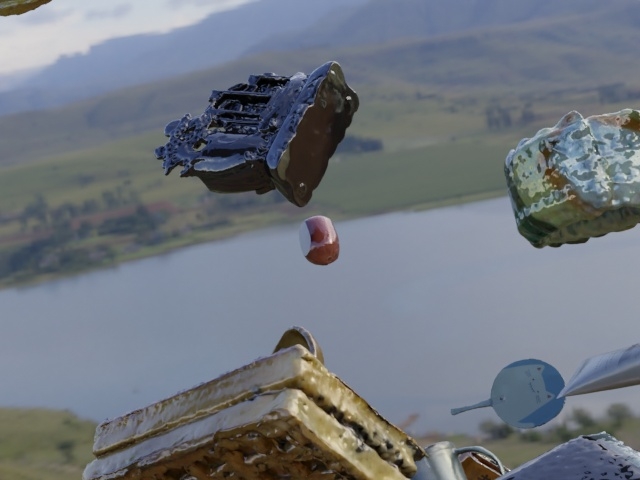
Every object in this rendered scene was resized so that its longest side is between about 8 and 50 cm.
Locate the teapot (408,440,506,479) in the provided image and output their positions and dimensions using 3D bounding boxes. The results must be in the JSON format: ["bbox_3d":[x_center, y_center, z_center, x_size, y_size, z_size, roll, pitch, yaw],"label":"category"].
[{"bbox_3d":[0.192,0.423,1.974,0.239,0.149,0.162,-36,-29,7],"label":"teapot"}]

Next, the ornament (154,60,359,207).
[{"bbox_3d":[-0.105,-0.171,1.855,0.260,0.106,0.251,12,59,32],"label":"ornament"}]

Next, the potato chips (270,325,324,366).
[{"bbox_3d":[-0.041,0.267,2.353,0.062,0.208,0.195,5,7,-28],"label":"potato chips"}]

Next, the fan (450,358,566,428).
[{"bbox_3d":[0.278,0.234,1.826,0.175,0.113,0.005,-16,-36,8],"label":"fan"}]

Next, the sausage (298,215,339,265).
[{"bbox_3d":[0.000,0.000,1.901,0.054,0.059,0.094,11,35,-21],"label":"sausage"}]

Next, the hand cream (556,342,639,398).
[{"bbox_3d":[0.398,0.168,1.625,0.186,0.054,0.087,-23,17,50],"label":"hand cream"}]

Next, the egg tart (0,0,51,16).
[{"bbox_3d":[-0.422,-0.444,1.622,0.294,0.294,0.123,-9,-9,16],"label":"egg tart"}]

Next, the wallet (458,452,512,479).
[{"bbox_3d":[0.280,0.466,2.182,0.195,0.161,0.042,33,11,-27],"label":"wallet"}]

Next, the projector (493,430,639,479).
[{"bbox_3d":[0.242,0.429,1.232,0.405,0.242,0.395,-27,22,-14],"label":"projector"}]

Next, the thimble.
[{"bbox_3d":[0.424,-0.097,1.951,0.254,0.167,0.288,-15,-12,6],"label":"thimble"}]

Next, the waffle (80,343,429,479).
[{"bbox_3d":[-0.073,0.233,1.245,0.308,0.213,0.091,-23,38,36],"label":"waffle"}]
